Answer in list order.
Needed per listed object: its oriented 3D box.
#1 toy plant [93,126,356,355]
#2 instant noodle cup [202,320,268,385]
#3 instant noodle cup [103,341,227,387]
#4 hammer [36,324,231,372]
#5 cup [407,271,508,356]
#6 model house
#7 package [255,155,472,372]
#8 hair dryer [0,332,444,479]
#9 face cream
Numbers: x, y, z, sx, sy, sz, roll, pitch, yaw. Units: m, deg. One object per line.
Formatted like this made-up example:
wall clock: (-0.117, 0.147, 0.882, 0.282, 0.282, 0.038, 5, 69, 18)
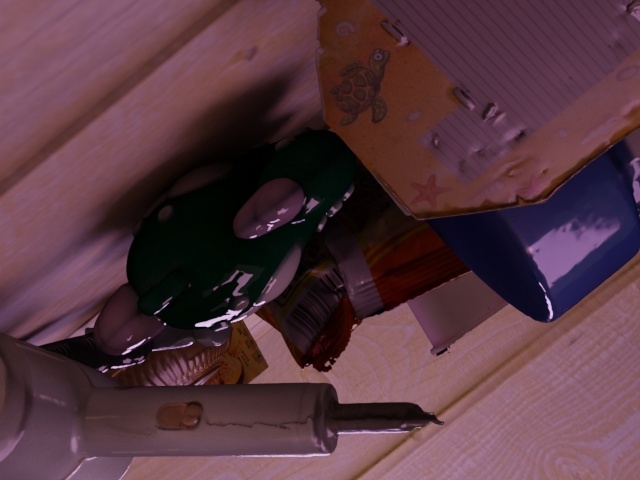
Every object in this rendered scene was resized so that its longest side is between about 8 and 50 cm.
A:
toy plant: (-0.069, -0.003, 0.813, 0.232, 0.112, 0.243, -39, -176, 10)
instant noodle cup: (-0.159, 0.181, 1.684, 0.151, 0.122, 0.151, -38, 176, -3)
instant noodle cup: (-0.211, 0.174, 1.477, 0.274, 0.090, 0.274, -37, 175, -4)
hammer: (-0.206, 0.102, 0.978, 0.159, 0.041, 0.226, -12, -179, 35)
cup: (0.182, -0.012, 1.534, 0.253, 0.274, 0.253, -36, 173, -5)
model house: (0.086, -0.143, 0.595, 0.219, 0.207, 0.136, -41, -149, 22)
package: (0.005, -0.004, 0.985, 0.223, 0.108, 0.288, -34, -144, -18)
hair dryer: (-0.094, 0.118, 0.743, 0.357, 0.107, 0.173, -5, 162, 17)
face cream: (0.165, -0.103, 0.777, 0.225, 0.249, 0.249, -39, 175, -3)
